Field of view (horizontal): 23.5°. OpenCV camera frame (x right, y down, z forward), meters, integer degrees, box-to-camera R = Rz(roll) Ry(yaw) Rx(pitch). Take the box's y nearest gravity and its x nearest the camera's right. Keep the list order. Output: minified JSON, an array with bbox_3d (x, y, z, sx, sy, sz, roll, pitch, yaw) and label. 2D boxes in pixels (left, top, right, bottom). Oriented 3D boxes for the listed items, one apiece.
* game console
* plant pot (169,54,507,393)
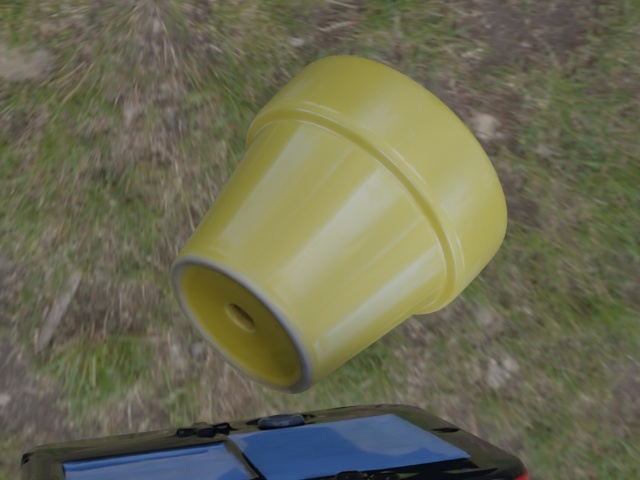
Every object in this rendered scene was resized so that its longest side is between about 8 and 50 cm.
[{"bbox_3d":[-0.051,0.177,1.152,0.342,0.386,0.060,-1,91,-11],"label":"game console"},{"bbox_3d":[0.000,0.000,1.395,0.239,0.254,0.254,-45,102,-28],"label":"plant pot"}]
